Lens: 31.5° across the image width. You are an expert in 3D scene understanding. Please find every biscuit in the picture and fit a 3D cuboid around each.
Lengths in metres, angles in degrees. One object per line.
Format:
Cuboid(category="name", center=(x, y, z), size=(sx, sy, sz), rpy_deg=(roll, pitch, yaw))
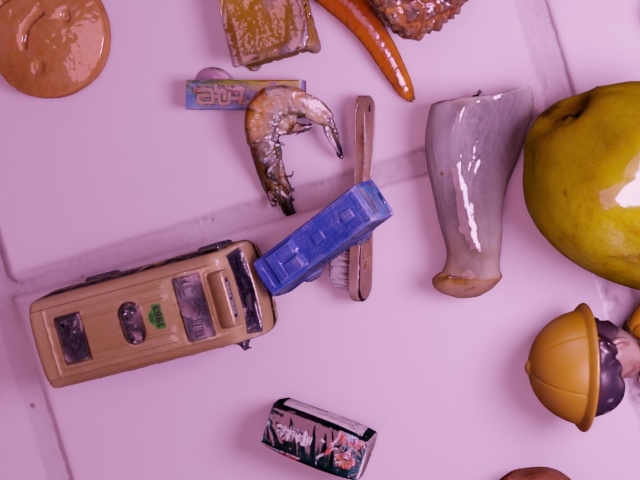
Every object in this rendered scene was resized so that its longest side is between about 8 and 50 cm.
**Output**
Cuboid(category="biscuit", center=(-0.516, -0.381, 1.909), size=(0.355, 0.052, 0.275), rpy_deg=(37, 101, 8))

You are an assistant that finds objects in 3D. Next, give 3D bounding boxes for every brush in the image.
Cuboid(category="brush", center=(0.050, -0.067, 1.809), size=(0.065, 0.070, 0.327), rpy_deg=(4, 94, 22))

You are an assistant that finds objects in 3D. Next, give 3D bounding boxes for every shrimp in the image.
Cuboid(category="shrimp", center=(-0.040, -0.144, 1.808), size=(0.150, 0.051, 0.217), rpy_deg=(-8, 113, 9))

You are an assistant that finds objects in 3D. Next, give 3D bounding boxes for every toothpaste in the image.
Cuboid(category="toothpaste", center=(-0.120, -0.246, 1.836), size=(0.193, 0.044, 0.070), rpy_deg=(2, 96, 12))

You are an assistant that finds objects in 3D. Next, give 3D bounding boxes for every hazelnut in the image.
Cuboid(category="hazelnut", center=(0.335, 0.422, 1.757), size=(0.154, 0.143, 0.143), rpy_deg=(11, 97, 19))

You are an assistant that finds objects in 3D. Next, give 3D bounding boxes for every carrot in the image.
Cuboid(category="carrot", center=(0.070, -0.334, 1.780), size=(0.066, 0.062, 0.271), rpy_deg=(-43, 86, 7))

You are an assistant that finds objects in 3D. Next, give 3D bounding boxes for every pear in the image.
Cuboid(category="pear", center=(0.461, -0.059, 1.612), size=(0.287, 0.287, 0.375), rpy_deg=(-42, 89, 12))

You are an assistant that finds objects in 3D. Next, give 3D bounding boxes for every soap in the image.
Cuboid(category="soap", center=(-0.095, -0.396, 1.804), size=(0.135, 0.076, 0.233), rpy_deg=(-14, 93, 14))

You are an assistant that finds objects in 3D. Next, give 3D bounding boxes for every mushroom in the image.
Cuboid(category="mushroom", center=(0.239, -0.073, 1.735), size=(0.159, 0.122, 0.328), rpy_deg=(2, 96, 21))

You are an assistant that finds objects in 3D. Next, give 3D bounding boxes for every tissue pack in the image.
Cuboid(category="tissue pack", center=(-0.001, 0.320, 1.830), size=(0.170, 0.103, 0.090), rpy_deg=(18, 91, 10))

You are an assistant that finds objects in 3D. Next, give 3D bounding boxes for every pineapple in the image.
Cuboid(category="pineapple", center=(0.158, -0.404, 1.711), size=(0.193, 0.166, 0.166), rpy_deg=(-41, 86, 5))

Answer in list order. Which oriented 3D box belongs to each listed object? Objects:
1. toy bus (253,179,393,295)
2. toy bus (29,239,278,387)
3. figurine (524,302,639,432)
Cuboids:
Cuboid(category="toy bus", center=(-0.002, -0.002, 1.750), size=(0.236, 0.094, 0.079), rpy_deg=(-37, 75, 25))
Cuboid(category="toy bus", center=(-0.264, 0.120, 1.819), size=(0.365, 0.202, 0.177), rpy_deg=(-16, 91, 12))
Cuboid(category="figurine", center=(0.430, 0.166, 1.694), size=(0.257, 0.192, 0.167), rpy_deg=(-28, 60, -10))
